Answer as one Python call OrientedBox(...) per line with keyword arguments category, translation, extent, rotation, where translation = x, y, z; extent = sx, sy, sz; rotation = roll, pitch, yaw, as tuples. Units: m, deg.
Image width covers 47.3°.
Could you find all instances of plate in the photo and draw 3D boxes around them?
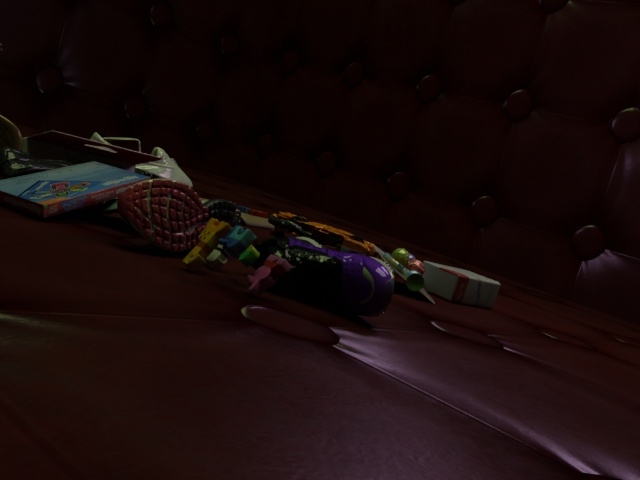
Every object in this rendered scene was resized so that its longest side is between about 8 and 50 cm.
OrientedBox(category="plate", translation=(-0.351, -0.073, 1.418), extent=(0.188, 0.024, 0.188), rotation=(-8, 2, 0))

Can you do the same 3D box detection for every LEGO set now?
OrientedBox(category="LEGO set", translation=(-0.156, 0.028, 1.161), extent=(0.087, 0.093, 0.227), rotation=(50, -18, -30))

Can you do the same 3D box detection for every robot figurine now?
OrientedBox(category="robot figurine", translation=(0.000, 0.000, 1.868), extent=(0.291, 0.085, 0.211), rotation=(19, 5, 14))

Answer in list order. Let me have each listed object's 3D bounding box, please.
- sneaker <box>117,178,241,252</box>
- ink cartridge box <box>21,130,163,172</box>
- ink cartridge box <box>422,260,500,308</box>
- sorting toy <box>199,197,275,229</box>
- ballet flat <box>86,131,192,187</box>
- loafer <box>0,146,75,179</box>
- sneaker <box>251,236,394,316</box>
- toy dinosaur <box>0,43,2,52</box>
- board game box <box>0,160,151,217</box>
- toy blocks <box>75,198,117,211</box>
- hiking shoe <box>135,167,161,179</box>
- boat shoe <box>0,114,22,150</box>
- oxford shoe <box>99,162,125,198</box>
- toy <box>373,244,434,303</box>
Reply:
OrientedBox(category="sneaker", translation=(-0.260, -0.033, 1.302), extent=(0.112, 0.121, 0.299), rotation=(3, -8, 24))
OrientedBox(category="ink cartridge box", translation=(-0.580, -0.191, 1.775), extent=(0.261, 0.066, 0.296), rotation=(1, -7, 44))
OrientedBox(category="ink cartridge box", translation=(0.353, 0.114, 1.865), extent=(0.175, 0.072, 0.127), rotation=(13, 6, -40))
OrientedBox(category="sorting toy", translation=(-0.273, -0.091, 2.173), extent=(0.229, 0.041, 0.307), rotation=(20, 6, 31))
OrientedBox(category="ballet flat", translation=(-0.625, -0.283, 2.565), extent=(0.400, 0.139, 0.139), rotation=(15, 6, -25))
OrientedBox(category="loafer", translation=(-0.571, -0.129, 1.512), extent=(0.078, 0.076, 0.223), rotation=(56, 19, 25))
OrientedBox(category="sneaker", translation=(-0.015, 0.057, 1.213), extent=(0.146, 0.102, 0.293), rotation=(7, 6, -42))
OrientedBox(category="toy dinosaur", translation=(-0.784, -0.345, 1.472), extent=(0.296, 0.127, 0.200), rotation=(-1, 4, 21))
OrientedBox(category="board game box", translation=(-0.455, -0.098, 1.335), extent=(0.145, 0.027, 0.281), rotation=(15, 20, 21))
OrientedBox(category="toy blocks", translation=(-0.490, -0.094, 1.443), extent=(0.123, 0.054, 0.148), rotation=(19, 6, 12))
OrientedBox(category="hiking shoe", translation=(-0.539, -0.170, 2.033), extent=(0.227, 0.086, 0.114), rotation=(23, -8, 3))
OrientedBox(category="boat shoe", translation=(-0.778, -0.224, 1.516), extent=(0.342, 0.123, 0.123), rotation=(6, -2, -1))
OrientedBox(category="oxford shoe", translation=(-0.524, -0.144, 1.730), extent=(0.096, 0.083, 0.227), rotation=(0, -7, 12))
OrientedBox(category="toy", translation=(0.209, 0.062, 1.744), extent=(0.137, 0.056, 0.237), rotation=(39, 9, -12))
